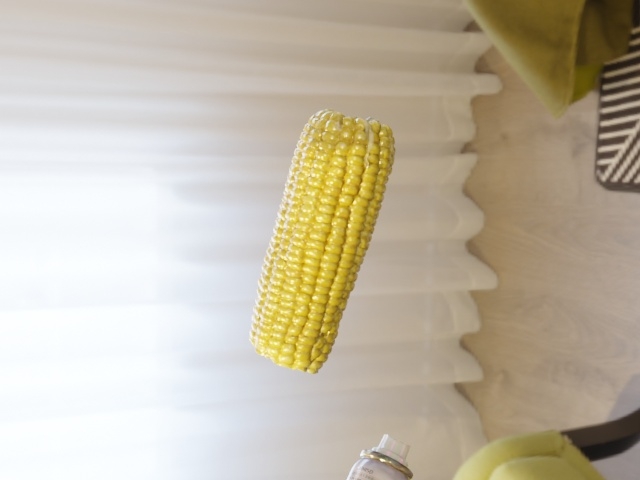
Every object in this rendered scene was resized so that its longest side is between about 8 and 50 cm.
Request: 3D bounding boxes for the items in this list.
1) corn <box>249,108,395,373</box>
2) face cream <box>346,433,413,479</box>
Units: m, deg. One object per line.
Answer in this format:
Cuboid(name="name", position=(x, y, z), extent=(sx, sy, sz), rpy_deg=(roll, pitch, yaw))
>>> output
Cuboid(name="corn", position=(0.000, 0.000, 0.798), extent=(0.093, 0.093, 0.244), rpy_deg=(26, 103, 57))
Cuboid(name="face cream", position=(0.045, 0.336, 1.000), extent=(0.075, 0.075, 0.229), rpy_deg=(-15, 43, 59))
